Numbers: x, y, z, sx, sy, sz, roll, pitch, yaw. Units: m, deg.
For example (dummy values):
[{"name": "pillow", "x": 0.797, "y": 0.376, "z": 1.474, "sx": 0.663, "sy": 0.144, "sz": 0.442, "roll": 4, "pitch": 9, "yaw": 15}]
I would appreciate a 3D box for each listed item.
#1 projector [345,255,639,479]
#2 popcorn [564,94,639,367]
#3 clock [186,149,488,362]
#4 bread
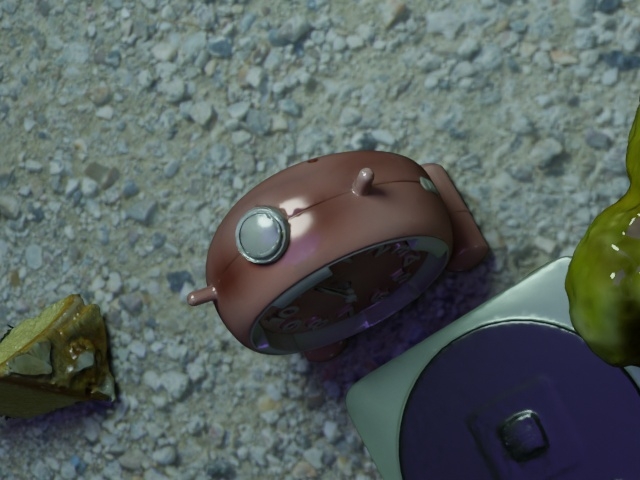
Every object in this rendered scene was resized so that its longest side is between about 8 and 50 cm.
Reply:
[{"name": "projector", "x": 0.186, "y": 0.183, "z": 0.964, "sx": 0.257, "sy": 0.079, "sz": 0.259, "roll": -34, "pitch": 72, "yaw": 20}, {"name": "popcorn", "x": 0.359, "y": -0.029, "z": 0.778, "sx": 0.334, "sy": 0.292, "sz": 0.293, "roll": 6, "pitch": 127, "yaw": 51}, {"name": "clock", "x": 0.000, "y": 0.000, "z": 0.982, "sx": 0.227, "sy": 0.241, "sz": 0.142, "roll": -35, "pitch": 69, "yaw": 20}, {"name": "bread", "x": -0.316, "y": 0.129, "z": 1.180, "sx": 0.147, "sy": 0.152, "sz": 0.127, "roll": -20, "pitch": 76, "yaw": 32}]
